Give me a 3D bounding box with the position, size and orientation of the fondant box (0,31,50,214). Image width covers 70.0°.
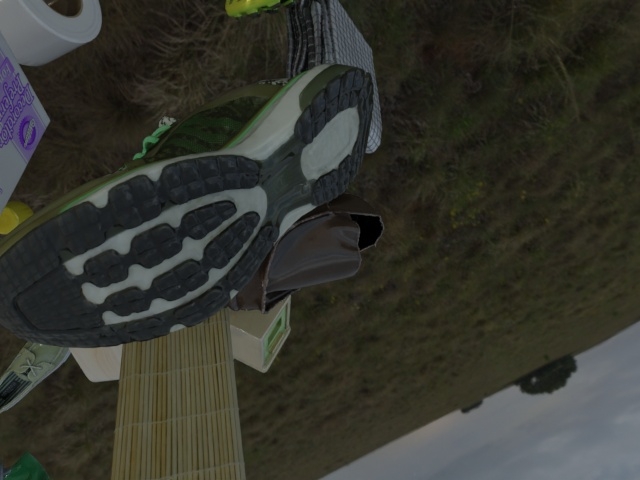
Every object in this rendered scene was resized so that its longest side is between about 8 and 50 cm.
[{"bbox_3d":[-0.439,-0.164,0.484,0.096,0.238,0.330,9,151,-4],"label":"fondant box"}]

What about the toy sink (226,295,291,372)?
[{"bbox_3d":[-0.164,0.238,1.200,0.153,0.131,0.234,-56,163,-40],"label":"toy sink"}]

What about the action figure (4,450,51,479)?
[{"bbox_3d":[-0.416,0.457,0.710,0.137,0.232,0.063,-56,168,-11],"label":"action figure"}]

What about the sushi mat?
[{"bbox_3d":[-0.176,0.222,0.560,0.151,0.316,0.019,-8,137,-10],"label":"sushi mat"}]

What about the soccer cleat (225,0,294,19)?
[{"bbox_3d":[-0.069,-0.467,0.768,0.289,0.121,0.093,-5,-154,45],"label":"soccer cleat"}]

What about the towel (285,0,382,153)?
[{"bbox_3d":[0.023,-0.335,0.945,0.121,0.284,0.235,-14,162,26],"label":"towel"}]

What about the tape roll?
[{"bbox_3d":[-0.674,-0.560,1.076,0.169,0.246,0.246,-11,162,24],"label":"tape roll"}]

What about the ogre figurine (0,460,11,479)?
[{"bbox_3d":[-0.496,0.315,0.582,0.197,0.097,0.118,-17,-179,15],"label":"ogre figurine"}]

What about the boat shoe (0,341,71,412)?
[{"bbox_3d":[-0.765,0.341,1.212,0.302,0.109,0.094,-51,-161,-4],"label":"boat shoe"}]

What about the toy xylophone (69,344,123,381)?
[{"bbox_3d":[-0.415,0.170,0.922,0.236,0.081,0.323,-1,120,3],"label":"toy xylophone"}]

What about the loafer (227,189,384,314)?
[{"bbox_3d":[0.000,0.000,0.679,0.366,0.130,0.134,-38,144,-54],"label":"loafer"}]

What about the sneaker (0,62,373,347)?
[{"bbox_3d":[-0.121,-0.060,0.450,0.410,0.182,0.158,-39,137,-36],"label":"sneaker"}]

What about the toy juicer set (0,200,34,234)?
[{"bbox_3d":[-0.709,-0.140,0.859,0.209,0.329,0.089,-20,-168,-10],"label":"toy juicer set"}]
